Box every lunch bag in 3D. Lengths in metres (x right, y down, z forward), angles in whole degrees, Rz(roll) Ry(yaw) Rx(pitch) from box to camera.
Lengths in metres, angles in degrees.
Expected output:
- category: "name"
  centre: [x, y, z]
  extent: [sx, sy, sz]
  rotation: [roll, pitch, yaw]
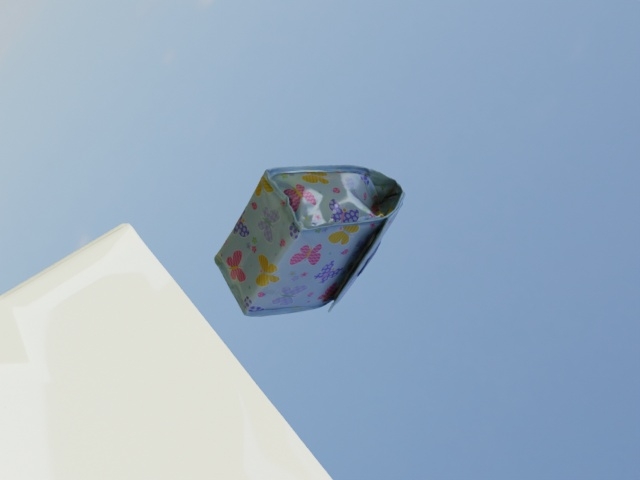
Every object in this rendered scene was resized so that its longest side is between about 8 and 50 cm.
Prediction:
- category: "lunch bag"
  centre: [0.000, 0.000, 0.977]
  extent: [0.053, 0.083, 0.071]
  rotation: [57, -47, 28]

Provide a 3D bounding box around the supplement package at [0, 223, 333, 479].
- category: "supplement package"
  centre: [-0.143, 0.167, 0.763]
  extent: [0.263, 0.198, 0.199]
  rotation: [-41, 176, 37]
